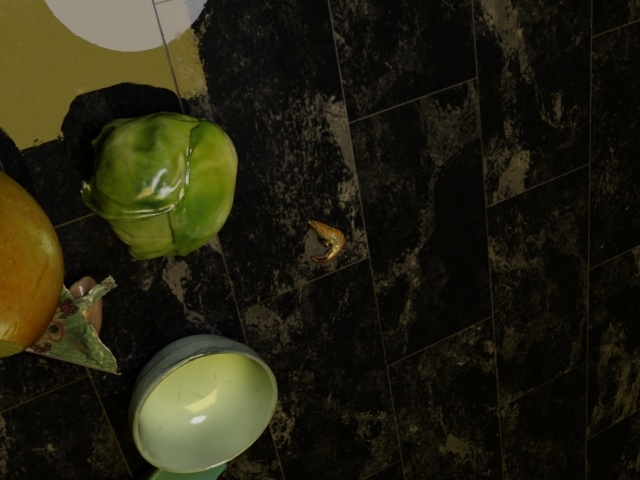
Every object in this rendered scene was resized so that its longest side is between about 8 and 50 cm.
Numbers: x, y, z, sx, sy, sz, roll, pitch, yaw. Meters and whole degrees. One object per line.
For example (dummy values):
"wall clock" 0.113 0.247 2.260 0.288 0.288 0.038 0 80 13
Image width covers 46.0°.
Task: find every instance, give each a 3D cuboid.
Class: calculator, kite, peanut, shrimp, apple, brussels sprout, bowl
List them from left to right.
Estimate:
"apple" -0.594 0.058 1.154 0.384 0.374 0.374 -54 127 -15
"kite" -0.491 0.134 1.395 0.267 0.013 0.323 -25 102 10
"peanut" -0.456 0.139 1.439 0.076 0.076 0.152 -1 109 -29
"brussels sprout" -0.281 -0.097 1.327 0.294 0.227 0.259 -53 147 -40
"calculator" -0.335 0.555 1.718 0.293 0.051 0.173 -50 127 1
"bowl" -0.258 0.323 1.580 0.307 0.163 0.307 -13 119 -24
"shrimp" 0.000 0.000 1.653 0.091 0.025 0.127 -48 129 1
